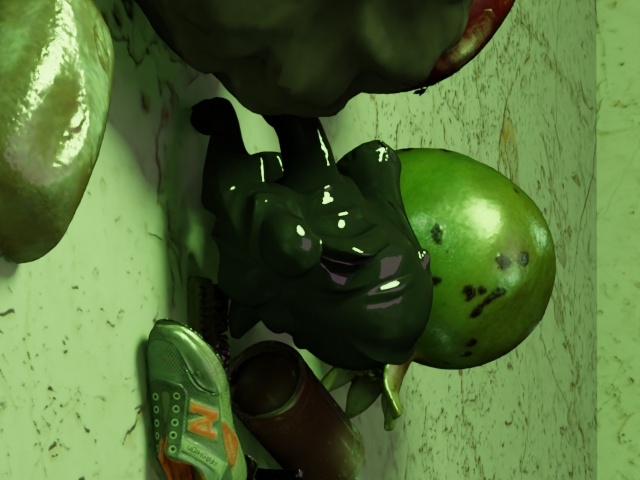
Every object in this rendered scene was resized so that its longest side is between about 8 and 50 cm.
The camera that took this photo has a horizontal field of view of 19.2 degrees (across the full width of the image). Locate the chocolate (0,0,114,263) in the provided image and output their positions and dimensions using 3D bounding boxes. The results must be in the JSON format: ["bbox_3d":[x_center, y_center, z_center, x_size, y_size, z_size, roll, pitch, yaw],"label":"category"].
[{"bbox_3d":[-0.223,-0.115,1.574,0.161,0.083,0.261,56,36,-51],"label":"chocolate"}]

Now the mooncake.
[{"bbox_3d":[-0.002,-0.297,1.778,0.212,0.381,0.350,-127,-157,-47],"label":"mooncake"}]

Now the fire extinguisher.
[{"bbox_3d":[-0.013,0.211,2.048,0.269,0.105,0.105,58,34,-54],"label":"fire extinguisher"}]

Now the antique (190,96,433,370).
[{"bbox_3d":[0.000,0.000,1.934,0.322,0.185,0.255,39,32,-34],"label":"antique"}]

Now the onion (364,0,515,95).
[{"bbox_3d":[0.094,-0.296,2.153,0.232,0.314,0.314,49,41,-46],"label":"onion"}]

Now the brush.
[{"bbox_3d":[-0.111,0.159,1.891,0.043,0.036,0.248,15,73,-60],"label":"brush"}]

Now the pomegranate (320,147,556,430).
[{"bbox_3d":[0.107,0.039,2.224,0.323,0.291,0.291,-37,128,-25],"label":"pomegranate"}]

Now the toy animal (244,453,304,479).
[{"bbox_3d":[-0.059,0.314,1.986,0.105,0.070,0.202,-10,102,-60],"label":"toy animal"}]

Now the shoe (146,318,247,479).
[{"bbox_3d":[-0.128,0.171,1.794,0.077,0.074,0.194,-40,122,-48],"label":"shoe"}]
